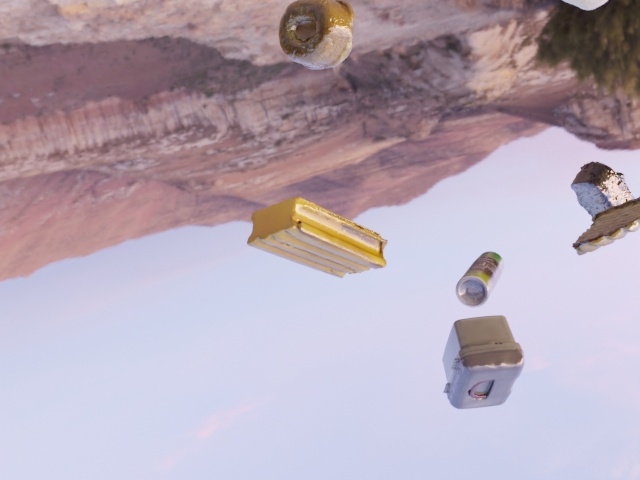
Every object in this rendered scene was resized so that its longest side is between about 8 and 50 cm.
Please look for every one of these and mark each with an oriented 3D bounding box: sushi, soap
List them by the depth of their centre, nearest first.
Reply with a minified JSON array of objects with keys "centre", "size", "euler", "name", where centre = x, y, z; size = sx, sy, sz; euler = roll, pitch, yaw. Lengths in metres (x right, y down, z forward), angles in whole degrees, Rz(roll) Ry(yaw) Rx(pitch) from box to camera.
[{"centre":[0.000,0.000,1.599],"size":[0.324,0.096,0.204],"euler":[22,156,-38],"name":"soap"},{"centre":[0.910,-0.153,2.017],"size":[0.127,0.225,0.124],"euler":[-53,-158,-16],"name":"sushi"}]

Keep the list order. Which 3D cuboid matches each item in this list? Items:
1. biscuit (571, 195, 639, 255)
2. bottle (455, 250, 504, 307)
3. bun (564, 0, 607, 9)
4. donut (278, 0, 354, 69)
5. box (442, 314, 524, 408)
[{"centre":[0.694,-0.045,1.446],"size":[0.187,0.036,0.273],"euler":[-29,-179,43],"name":"biscuit"},{"centre":[0.471,0.105,1.825],"size":[0.093,0.093,0.330],"euler":[-11,-173,26],"name":"bottle"},{"centre":[0.505,-0.555,1.243],"size":[0.222,0.222,0.127],"euler":[-27,157,-45],"name":"bun"},{"centre":[-0.015,-0.638,1.934],"size":[0.261,0.208,0.128],"euler":[7,-171,44],"name":"donut"},{"centre":[0.342,0.264,1.349],"size":[0.148,0.210,0.129],"euler":[-5,-129,-4],"name":"box"}]
